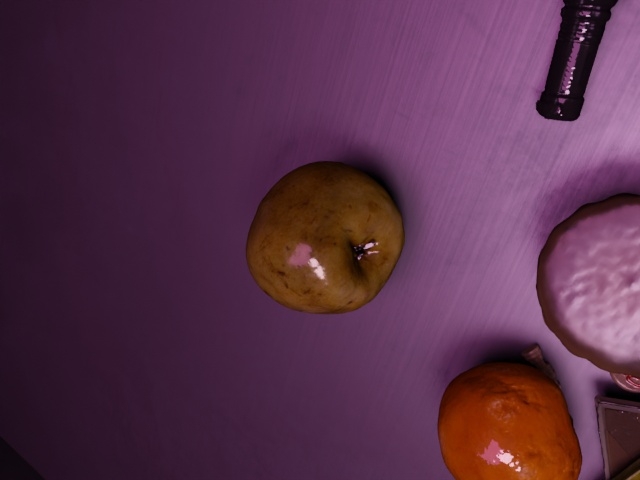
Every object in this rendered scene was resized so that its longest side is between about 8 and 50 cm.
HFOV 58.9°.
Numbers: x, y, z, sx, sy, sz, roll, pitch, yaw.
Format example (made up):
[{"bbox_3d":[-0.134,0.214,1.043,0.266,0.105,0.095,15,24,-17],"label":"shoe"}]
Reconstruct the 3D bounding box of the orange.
[{"bbox_3d":[0.333,0.349,1.015,0.261,0.261,0.260,10,109,30],"label":"orange"}]

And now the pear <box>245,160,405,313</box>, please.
[{"bbox_3d":[0.000,0.000,1.119,0.304,0.304,0.303,10,109,30],"label":"pear"}]

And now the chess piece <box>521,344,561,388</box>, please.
[{"bbox_3d":[0.420,0.243,1.065,0.035,0.035,0.092,-37,86,35],"label":"chess piece"}]

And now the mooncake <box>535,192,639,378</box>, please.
[{"bbox_3d":[0.495,0.062,0.879,0.291,0.161,0.290,6,102,29],"label":"mooncake"}]

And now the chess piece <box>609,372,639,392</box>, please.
[{"bbox_3d":[0.542,0.220,0.975,0.084,0.038,0.083,9,107,31],"label":"chess piece"}]

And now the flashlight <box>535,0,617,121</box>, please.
[{"bbox_3d":[0.403,-0.304,0.887,0.093,0.093,0.231,18,118,27],"label":"flashlight"}]

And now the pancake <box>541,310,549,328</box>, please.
[{"bbox_3d":[0.455,0.130,1.021,0.115,0.011,0.114,10,110,28],"label":"pancake"}]

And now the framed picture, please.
[{"bbox_3d":[0.601,0.412,0.957,0.232,0.024,0.314,1,117,38],"label":"framed picture"}]

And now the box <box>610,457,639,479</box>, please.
[{"bbox_3d":[0.560,0.514,1.005,0.173,0.043,0.311,36,133,17],"label":"box"}]
